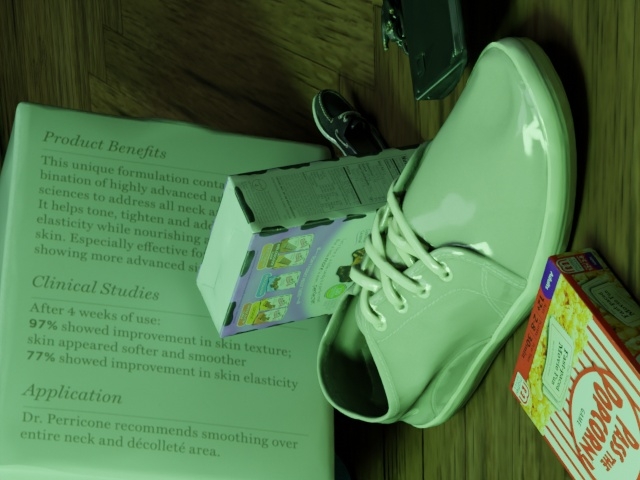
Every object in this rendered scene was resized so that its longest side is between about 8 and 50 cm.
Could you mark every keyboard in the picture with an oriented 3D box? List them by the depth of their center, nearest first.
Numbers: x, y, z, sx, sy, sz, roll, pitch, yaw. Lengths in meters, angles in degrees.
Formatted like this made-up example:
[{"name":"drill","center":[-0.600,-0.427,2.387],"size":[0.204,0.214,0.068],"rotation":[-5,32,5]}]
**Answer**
[{"name":"keyboard","center":[0.079,-0.274,1.492],"size":[0.201,0.033,0.317],"rotation":[145,120,-73]}]

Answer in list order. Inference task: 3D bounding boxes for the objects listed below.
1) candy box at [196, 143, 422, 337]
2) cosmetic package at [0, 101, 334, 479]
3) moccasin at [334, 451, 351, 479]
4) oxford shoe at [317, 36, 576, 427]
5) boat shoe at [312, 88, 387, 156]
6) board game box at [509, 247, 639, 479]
[{"name":"candy box","center":[0.000,0.000,1.608],"size":[0.070,0.196,0.165],"rotation":[65,152,29]},{"name":"cosmetic package","center":[-0.183,0.121,1.791],"size":[0.327,0.329,0.393],"rotation":[122,153,-58]},{"name":"moccasin","center":[-0.001,0.392,1.897],"size":[0.117,0.138,0.342],"rotation":[165,108,-71]},{"name":"oxford shoe","center":[0.098,0.016,1.484],"size":[0.449,0.130,0.169],"rotation":[111,145,-47]},{"name":"boat shoe","center":[0.032,-0.102,1.683],"size":[0.125,0.046,0.038],"rotation":[64,152,26]},{"name":"board game box","center":[0.223,0.123,1.343],"size":[0.193,0.045,0.147],"rotation":[-124,32,-42]}]
